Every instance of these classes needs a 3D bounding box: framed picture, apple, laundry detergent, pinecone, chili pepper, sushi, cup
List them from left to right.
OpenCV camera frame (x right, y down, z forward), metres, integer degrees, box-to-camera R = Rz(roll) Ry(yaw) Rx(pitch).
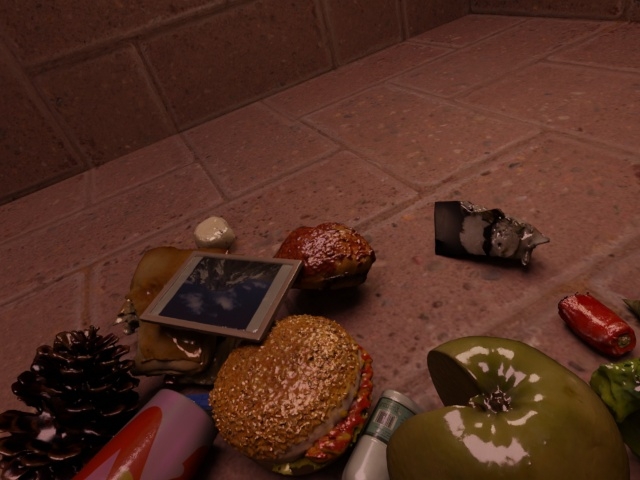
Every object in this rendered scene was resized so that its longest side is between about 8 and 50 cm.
[{"bbox_3d":[-0.453,0.298,0.793,0.247,0.291,0.246,14,7,-2],"label":"pinecone"},{"bbox_3d":[-0.300,0.393,0.677,0.203,0.202,0.288,5,38,28],"label":"cup"},{"bbox_3d":[-0.196,0.102,0.864,0.282,0.019,0.208,2,41,22],"label":"framed picture"},{"bbox_3d":[0.091,0.347,0.655,0.070,0.099,0.225,-33,15,50],"label":"laundry detergent"},{"bbox_3d":[0.406,-0.025,1.006,0.109,0.134,0.273,-7,10,-44],"label":"sushi"},{"bbox_3d":[0.228,0.270,0.561,0.292,0.254,0.291,-11,39,9],"label":"apple"},{"bbox_3d":[0.492,0.150,0.768,0.070,0.073,0.123,-57,29,18],"label":"chili pepper"}]

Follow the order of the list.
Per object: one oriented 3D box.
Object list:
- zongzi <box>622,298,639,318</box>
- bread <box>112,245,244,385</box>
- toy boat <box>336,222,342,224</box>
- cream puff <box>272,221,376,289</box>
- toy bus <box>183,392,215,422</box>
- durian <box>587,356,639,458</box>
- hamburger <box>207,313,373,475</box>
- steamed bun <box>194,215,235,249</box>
[{"bbox_3d":[0.578,0.149,0.754,0.113,0.052,0.104,7,47,50],"label":"zongzi"},{"bbox_3d":[-0.335,0.149,1.019,0.315,0.191,0.369,-3,40,18],"label":"bread"},{"bbox_3d":[0.000,0.000,1.184,0.173,0.058,0.069,-21,35,-4],"label":"toy boat"},{"bbox_3d":[0.006,0.040,0.993,0.240,0.240,0.163,1,83,24],"label":"cream puff"},{"bbox_3d":[-0.233,0.331,0.838,0.153,0.061,0.051,-11,31,17],"label":"toy bus"},{"bbox_3d":[0.541,0.244,0.530,0.340,0.204,0.255,-11,49,-6],"label":"durian"},{"bbox_3d":[-0.047,0.256,0.758,0.295,0.179,0.276,5,42,28],"label":"hamburger"},{"bbox_3d":[-0.321,-0.007,1.303,0.112,0.090,0.130,-41,44,-23],"label":"steamed bun"}]
